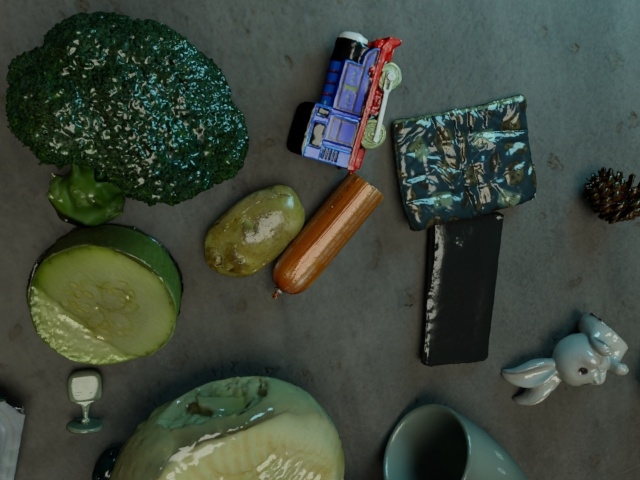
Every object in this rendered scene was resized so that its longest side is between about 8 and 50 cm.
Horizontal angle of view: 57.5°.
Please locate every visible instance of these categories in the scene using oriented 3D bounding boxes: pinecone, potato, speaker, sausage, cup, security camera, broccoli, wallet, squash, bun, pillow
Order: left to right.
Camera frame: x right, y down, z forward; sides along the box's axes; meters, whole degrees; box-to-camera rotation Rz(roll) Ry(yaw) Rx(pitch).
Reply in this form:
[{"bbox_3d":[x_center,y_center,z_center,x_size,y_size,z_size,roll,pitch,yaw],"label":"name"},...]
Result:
[{"bbox_3d":[-0.358,0.242,0.891,0.058,0.058,0.092,5,90,-18],"label":"security camera"},{"bbox_3d":[-0.305,0.092,0.827,0.220,0.133,0.220,-4,110,-12],"label":"squash"},{"bbox_3d":[-0.327,0.376,0.932,0.075,0.060,0.094,37,126,-21],"label":"speaker"},{"bbox_3d":[-0.239,-0.143,0.735,0.298,0.297,0.297,26,136,-21],"label":"broccoli"},{"bbox_3d":[-0.151,0.366,0.894,0.365,0.202,0.364,-9,109,-28],"label":"bun"},{"bbox_3d":[-0.100,-0.012,0.881,0.171,0.080,0.107,-36,121,-7],"label":"potato"},{"bbox_3d":[0.000,0.000,0.917,0.071,0.071,0.234,39,91,-21],"label":"sausage"},{"bbox_3d":[0.230,0.451,1.050,0.234,0.186,0.258,37,101,-29],"label":"cup"},{"bbox_3d":[0.250,0.089,1.035,0.146,0.030,0.285,-3,103,-21],"label":"wallet"},{"bbox_3d":[0.243,-0.129,0.969,0.256,0.034,0.188,-14,102,-15],"label":"pillow"},{"bbox_3d":[0.522,-0.078,1.037,0.110,0.102,0.102,21,97,-8],"label":"pinecone"}]

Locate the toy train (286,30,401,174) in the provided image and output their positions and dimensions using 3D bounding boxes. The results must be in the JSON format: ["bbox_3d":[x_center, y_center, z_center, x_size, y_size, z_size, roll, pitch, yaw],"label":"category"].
[{"bbox_3d":[0.039,-0.208,0.870,0.131,0.083,0.203,13,99,-17],"label":"toy train"}]

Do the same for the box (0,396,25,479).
[{"bbox_3d":[-0.563,0.371,0.786,0.264,0.106,0.336,8,111,-27],"label":"box"}]

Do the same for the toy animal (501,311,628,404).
[{"bbox_3d":[0.463,0.243,1.089,0.221,0.131,0.103,-41,125,0],"label":"toy animal"}]
